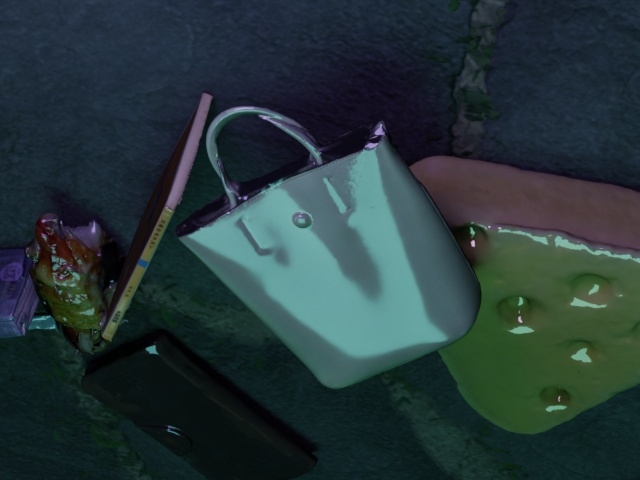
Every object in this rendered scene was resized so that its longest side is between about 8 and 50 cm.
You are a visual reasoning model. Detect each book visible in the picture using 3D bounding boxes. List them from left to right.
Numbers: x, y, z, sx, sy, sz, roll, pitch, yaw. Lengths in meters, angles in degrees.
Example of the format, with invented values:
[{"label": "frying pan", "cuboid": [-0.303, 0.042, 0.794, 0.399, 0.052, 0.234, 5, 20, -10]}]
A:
[{"label": "book", "cuboid": [-0.173, -0.023, 1.595, 0.018, 0.170, 0.241, 22, 138, -10]}]

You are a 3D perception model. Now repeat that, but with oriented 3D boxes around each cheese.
[{"label": "cheese", "cuboid": [0.277, 0.049, 1.615, 0.384, 0.104, 0.384, 8, 140, 7]}]

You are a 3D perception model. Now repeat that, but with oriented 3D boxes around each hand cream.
[{"label": "hand cream", "cuboid": [-0.375, 0.102, 1.911, 0.093, 0.019, 0.030, -2, 136, 6]}]

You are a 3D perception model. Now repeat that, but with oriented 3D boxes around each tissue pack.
[{"label": "tissue pack", "cuboid": [-0.410, 0.065, 1.799, 0.156, 0.112, 0.051, -4, 136, 18]}]

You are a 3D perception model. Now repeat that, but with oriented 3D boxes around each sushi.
[{"label": "sushi", "cuboid": [-0.273, 0.049, 1.764, 0.097, 0.103, 0.226, 24, 150, 29]}]

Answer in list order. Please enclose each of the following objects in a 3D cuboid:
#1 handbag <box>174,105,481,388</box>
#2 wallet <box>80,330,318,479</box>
[{"label": "handbag", "cuboid": [0.000, 0.000, 1.466, 0.241, 0.109, 0.315, -25, 126, 21]}, {"label": "wallet", "cuboid": [-0.160, 0.235, 1.989, 0.165, 0.042, 0.309, -25, 127, 34]}]
